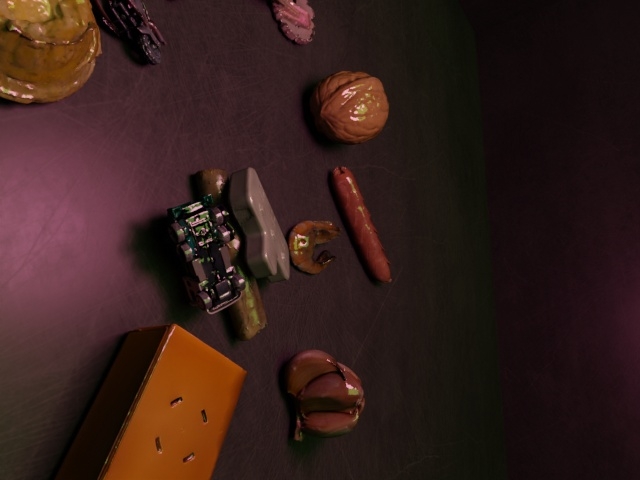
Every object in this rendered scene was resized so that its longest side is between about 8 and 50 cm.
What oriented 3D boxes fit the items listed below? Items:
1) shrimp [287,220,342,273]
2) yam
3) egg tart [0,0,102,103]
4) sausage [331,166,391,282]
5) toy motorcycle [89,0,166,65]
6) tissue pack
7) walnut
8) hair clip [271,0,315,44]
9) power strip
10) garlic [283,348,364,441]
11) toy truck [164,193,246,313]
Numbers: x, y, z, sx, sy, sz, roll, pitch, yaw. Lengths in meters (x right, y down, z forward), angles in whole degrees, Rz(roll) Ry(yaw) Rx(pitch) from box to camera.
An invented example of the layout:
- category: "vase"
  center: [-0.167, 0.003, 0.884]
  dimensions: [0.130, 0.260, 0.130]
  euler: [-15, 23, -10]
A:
- category: "shrimp"
  center: [0.000, 0.017, 1.316]
  dimensions: [0.254, 0.059, 0.146]
  euler: [-1, 85, -55]
- category: "yam"
  center: [-0.191, 0.029, 1.021]
  dimensions: [0.083, 0.083, 0.372]
  euler: [-23, 100, -55]
- category: "egg tart"
  center: [-0.450, -0.352, 0.706]
  dimensions: [0.290, 0.115, 0.291]
  euler: [21, 64, -50]
- category: "sausage"
  center: [0.134, -0.033, 1.504]
  dimensions: [0.088, 0.087, 0.433]
  euler: [-52, 123, -48]
- category: "toy motorcycle"
  center: [-0.360, -0.438, 0.888]
  dimensions: [0.213, 0.082, 0.123]
  euler: [62, 24, -49]
- category: "tissue pack"
  center: [-0.271, 0.302, 0.774]
  dimensions: [0.194, 0.145, 0.275]
  euler: [50, 43, -39]
- category: "walnut"
  center: [0.084, -0.390, 1.410]
  dimensions: [0.260, 0.224, 0.225]
  euler: [-23, 101, -43]
- category: "hair clip"
  center: [-0.105, -0.659, 1.320]
  dimensions: [0.300, 0.069, 0.173]
  euler: [6, 78, -65]
- category: "power strip"
  center: [-0.126, -0.005, 1.034]
  dimensions: [0.194, 0.059, 0.265]
  euler: [-96, 169, -47]
- category: "garlic"
  center: [0.012, 0.365, 1.166]
  dimensions: [0.160, 0.191, 0.214]
  euler: [34, 39, -77]
- category: "toy truck"
  center: [-0.232, 0.025, 0.920]
  dimensions: [0.110, 0.116, 0.216]
  euler: [-29, 114, -36]
